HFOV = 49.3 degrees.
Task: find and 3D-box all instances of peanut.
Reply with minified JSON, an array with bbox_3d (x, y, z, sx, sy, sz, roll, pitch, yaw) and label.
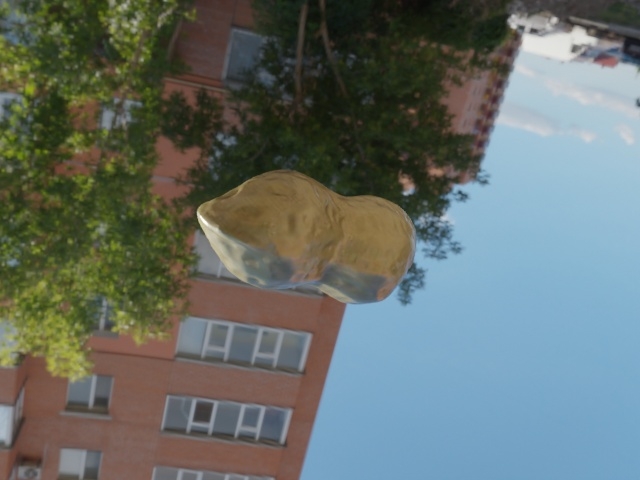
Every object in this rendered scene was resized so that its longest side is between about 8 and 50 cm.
[{"bbox_3d":[0.000,0.000,0.447,0.187,0.082,0.082,15,-166,-45],"label":"peanut"}]
